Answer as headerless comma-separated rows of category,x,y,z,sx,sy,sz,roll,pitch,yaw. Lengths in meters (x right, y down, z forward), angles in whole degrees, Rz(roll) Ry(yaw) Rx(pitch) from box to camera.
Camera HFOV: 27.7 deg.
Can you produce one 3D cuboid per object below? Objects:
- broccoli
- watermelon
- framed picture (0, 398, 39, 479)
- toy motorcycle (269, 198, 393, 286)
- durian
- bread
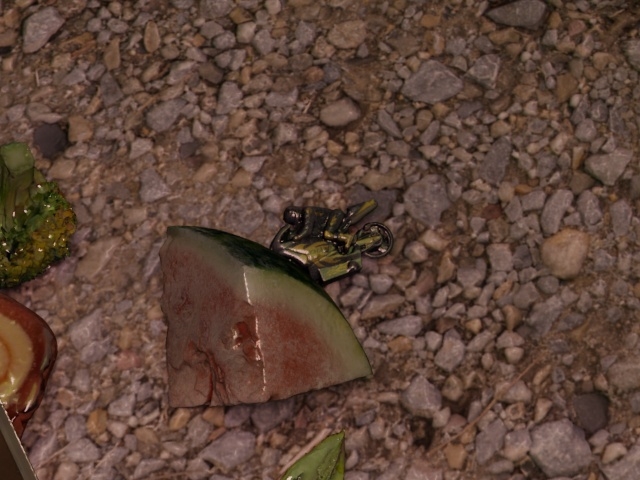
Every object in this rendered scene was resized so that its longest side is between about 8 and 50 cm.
broccoli,-0.400,-0.047,1.654,0.194,0.194,0.220,-3,55,-11
watermelon,-0.086,0.113,1.664,0.310,0.193,0.232,49,56,-21
framed picture,-0.441,0.293,1.512,0.231,0.018,0.293,-25,90,5
toy motorcycle,0.000,0.000,1.779,0.193,0.061,0.124,-26,80,-11
durian,-0.026,0.331,1.605,0.086,0.100,0.215,26,58,6
bread,-0.444,0.144,1.604,0.244,0.123,0.190,25,63,1
